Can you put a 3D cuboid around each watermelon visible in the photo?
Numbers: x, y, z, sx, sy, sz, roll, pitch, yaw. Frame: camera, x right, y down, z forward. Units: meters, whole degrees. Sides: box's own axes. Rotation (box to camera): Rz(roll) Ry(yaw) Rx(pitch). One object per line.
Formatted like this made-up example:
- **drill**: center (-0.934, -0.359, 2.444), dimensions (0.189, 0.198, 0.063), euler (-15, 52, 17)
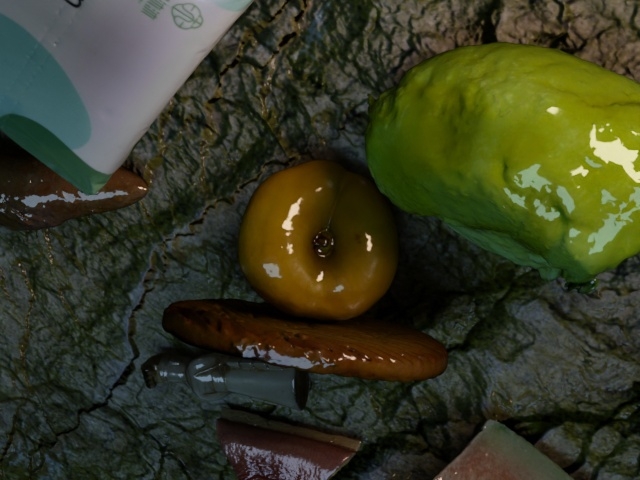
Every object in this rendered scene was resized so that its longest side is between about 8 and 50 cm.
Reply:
- **watermelon**: center (0.159, 0.351, 1.729), dimensions (0.151, 0.302, 0.264), euler (59, 138, 21)

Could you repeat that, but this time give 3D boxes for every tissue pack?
- **tissue pack**: center (-0.221, -0.252, 1.357), dimensions (0.266, 0.194, 0.356), euler (38, 133, -9)

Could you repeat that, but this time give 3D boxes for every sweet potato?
- **sweet potato**: center (-0.367, -0.069, 1.648), dimensions (0.341, 0.092, 0.114), euler (17, 117, 7)

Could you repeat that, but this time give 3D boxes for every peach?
- **peach**: center (0.000, 0.000, 1.511), dimensions (0.179, 0.179, 0.103), euler (34, 168, -8)

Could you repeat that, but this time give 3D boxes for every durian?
- **durian**: center (0.198, -0.070, 1.336), dimensions (0.339, 0.204, 0.256), euler (26, 146, 1)

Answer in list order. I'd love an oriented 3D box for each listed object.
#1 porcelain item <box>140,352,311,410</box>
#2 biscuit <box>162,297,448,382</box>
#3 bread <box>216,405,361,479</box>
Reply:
- **porcelain item**: center (-0.122, 0.171, 1.779), dimensions (0.213, 0.054, 0.084), euler (4, 128, 19)
- **biscuit**: center (-0.015, 0.103, 1.536), dimensions (0.317, 0.318, 0.040), euler (11, 94, 14)
- **bread**: center (-0.051, 0.293, 1.835), dimensions (0.192, 0.067, 0.119), euler (15, 103, 14)
